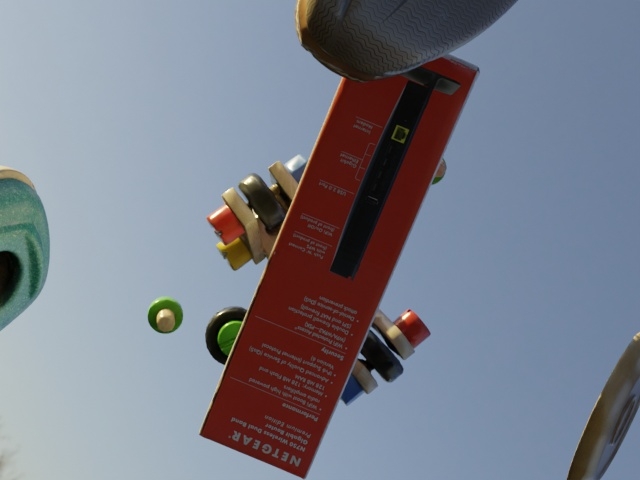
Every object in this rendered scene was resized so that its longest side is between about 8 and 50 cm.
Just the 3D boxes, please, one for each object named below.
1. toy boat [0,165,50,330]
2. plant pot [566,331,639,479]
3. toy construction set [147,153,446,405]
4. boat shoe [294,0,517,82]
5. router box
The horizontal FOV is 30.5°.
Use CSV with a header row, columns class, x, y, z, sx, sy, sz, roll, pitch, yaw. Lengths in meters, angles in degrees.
class,x,y,z,sx,sy,sz,roll,pitch,yaw
toy boat,-0.341,-0.007,1.020,0.148,0.267,0.318,27,-45,27
plant pot,0.397,0.237,1.582,0.032,0.236,0.236,25,-35,22
toy construction set,0.000,0.000,1.240,0.257,0.309,0.237,28,0,-9
boat shoe,0.072,-0.205,0.681,0.123,0.324,0.116,39,-31,-12
router box,0.025,-0.013,0.923,0.082,0.301,0.335,23,10,2
